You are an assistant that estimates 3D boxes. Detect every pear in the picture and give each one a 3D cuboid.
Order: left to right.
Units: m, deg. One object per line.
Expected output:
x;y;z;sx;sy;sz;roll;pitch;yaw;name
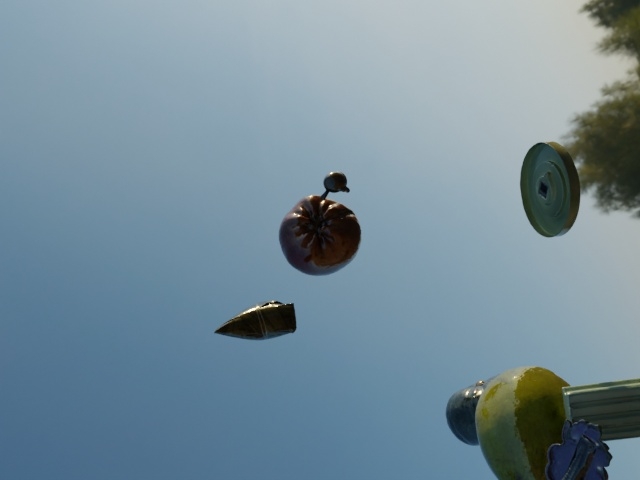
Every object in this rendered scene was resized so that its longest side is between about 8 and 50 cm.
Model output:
0.487;0.444;1.552;0.253;0.253;0.307;37;-144;-41;pear

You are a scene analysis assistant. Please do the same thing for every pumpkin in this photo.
0.554;0.547;2.160;0.300;0.300;0.207;10;-124;-55;pumpkin

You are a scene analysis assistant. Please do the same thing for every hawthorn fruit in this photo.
0.000;0.000;2.272;0.298;0.277;0.277;83;-177;-60;hawthorn fruit

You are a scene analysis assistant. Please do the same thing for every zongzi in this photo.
-0.216;0.239;1.970;0.241;0.248;0.111;-5;-94;-21;zongzi

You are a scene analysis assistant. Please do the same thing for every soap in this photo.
0.617;0.354;1.410;0.063;0.198;0.114;-21;-77;-84;soap

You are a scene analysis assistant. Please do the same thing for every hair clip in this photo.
0.455;0.414;1.218;0.052;0.124;0.195;11;-80;-38;hair clip

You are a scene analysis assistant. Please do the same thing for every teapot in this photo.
0.038;-0.162;2.129;0.085;0.110;0.080;47;-155;13;teapot

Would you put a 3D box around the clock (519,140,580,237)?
0.546;-0.122;1.626;0.235;0.029;0.235;174;90;-78;clock
